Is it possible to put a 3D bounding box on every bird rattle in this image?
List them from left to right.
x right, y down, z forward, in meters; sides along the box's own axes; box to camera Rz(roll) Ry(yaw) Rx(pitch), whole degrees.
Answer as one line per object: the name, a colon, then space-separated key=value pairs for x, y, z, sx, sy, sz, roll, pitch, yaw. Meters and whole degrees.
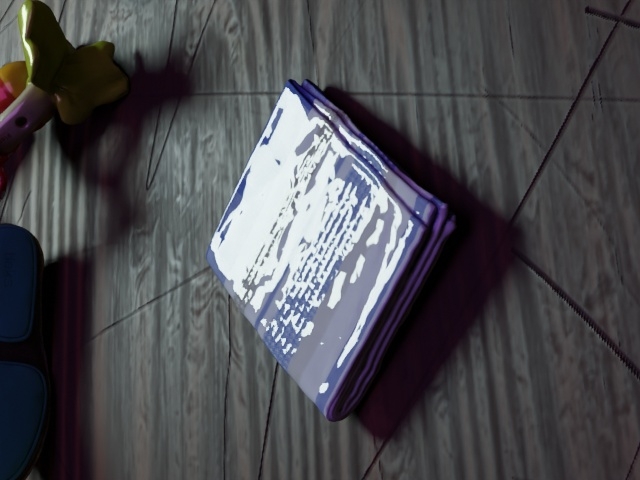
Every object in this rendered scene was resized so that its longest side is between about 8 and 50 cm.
bird rattle: x=-0.328 y=-0.139 z=1.789 sx=0.253 sy=0.143 sz=0.207 roll=-53 pitch=18 yaw=12

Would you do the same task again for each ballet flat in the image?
ballet flat: x=-0.343 y=0.137 z=1.731 sx=0.106 sy=0.108 sz=0.316 roll=132 pitch=145 yaw=-56

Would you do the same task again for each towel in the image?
towel: x=0.000 y=0.000 z=1.392 sx=0.209 sy=0.034 sz=0.285 roll=-63 pitch=36 yaw=16
